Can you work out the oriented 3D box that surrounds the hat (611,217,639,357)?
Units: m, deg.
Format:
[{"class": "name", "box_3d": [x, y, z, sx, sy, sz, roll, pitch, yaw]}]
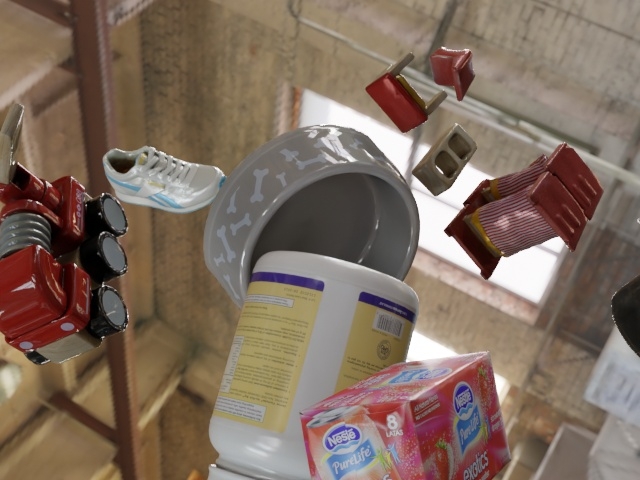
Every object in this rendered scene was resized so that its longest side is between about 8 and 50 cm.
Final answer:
[{"class": "hat", "box_3d": [0.540, 0.131, 1.594, 0.134, 0.331, 0.331, -34, -4, 24]}]

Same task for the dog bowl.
[{"class": "dog bowl", "box_3d": [0.000, 0.000, 1.576, 0.349, 0.102, 0.348, -15, -55, -22]}]

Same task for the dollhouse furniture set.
[{"class": "dollhouse furniture set", "box_3d": [0.243, -0.136, 1.626, 0.201, 0.374, 0.152, -28, 19, 52]}]

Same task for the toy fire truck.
[{"class": "toy fire truck", "box_3d": [-0.318, -0.012, 1.143, 0.246, 0.159, 0.217, 47, -153, -46]}]

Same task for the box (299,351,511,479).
[{"class": "box", "box_3d": [0.095, 0.201, 1.044, 0.257, 0.123, 0.128, -9, -92, -64]}]

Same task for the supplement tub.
[{"class": "supplement tub", "box_3d": [-0.014, 0.201, 1.403, 0.241, 0.241, 0.331, 53, -129, -72]}]

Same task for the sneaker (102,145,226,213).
[{"class": "sneaker", "box_3d": [-0.271, -0.109, 1.763, 0.092, 0.229, 0.087, 67, -146, -47]}]
